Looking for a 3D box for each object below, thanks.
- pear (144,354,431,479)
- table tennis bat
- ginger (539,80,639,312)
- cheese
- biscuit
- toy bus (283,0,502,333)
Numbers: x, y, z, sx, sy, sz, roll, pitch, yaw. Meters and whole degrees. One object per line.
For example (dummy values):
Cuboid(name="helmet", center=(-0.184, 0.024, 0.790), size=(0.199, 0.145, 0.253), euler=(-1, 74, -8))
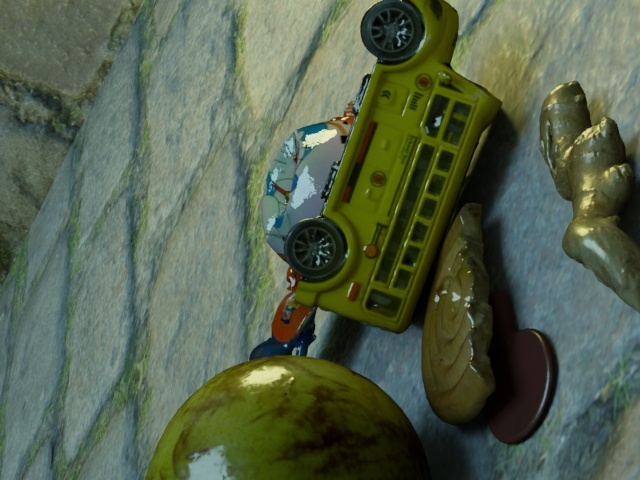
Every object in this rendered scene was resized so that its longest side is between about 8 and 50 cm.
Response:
Cuboid(name="pear", center=(-0.022, 0.245, 1.281), size=(0.283, 0.283, 0.284), euler=(-51, 28, 42))
Cuboid(name="table tennis bat", center=(0.166, 0.105, 1.254), size=(0.098, 0.019, 0.155), euler=(-56, 28, 37))
Cuboid(name="ginger", center=(0.224, -0.042, 1.174), size=(0.089, 0.075, 0.288), euler=(-55, 22, 26))
Cuboid(name="cheese", center=(0.000, 0.000, 1.604), size=(0.217, 0.129, 0.329), euler=(14, 86, 71))
Cuboid(name="biscuit", center=(0.122, 0.079, 1.328), size=(0.144, 0.033, 0.224), euler=(113, 166, -45))
Cuboid(name="toy bus", center=(0.079, -0.082, 1.425), size=(0.144, 0.152, 0.330), euler=(-23, -47, -81))
